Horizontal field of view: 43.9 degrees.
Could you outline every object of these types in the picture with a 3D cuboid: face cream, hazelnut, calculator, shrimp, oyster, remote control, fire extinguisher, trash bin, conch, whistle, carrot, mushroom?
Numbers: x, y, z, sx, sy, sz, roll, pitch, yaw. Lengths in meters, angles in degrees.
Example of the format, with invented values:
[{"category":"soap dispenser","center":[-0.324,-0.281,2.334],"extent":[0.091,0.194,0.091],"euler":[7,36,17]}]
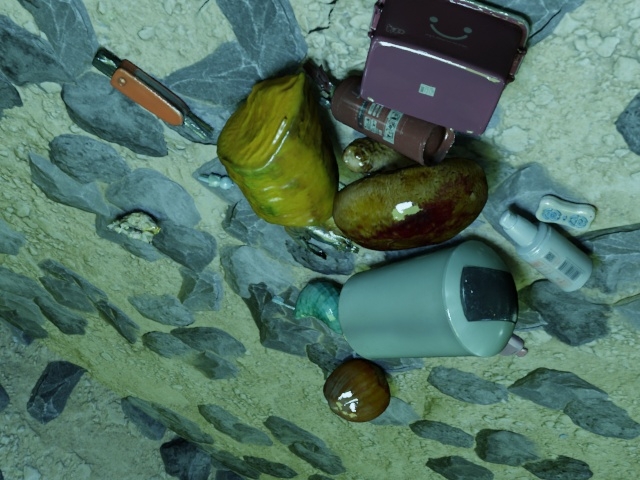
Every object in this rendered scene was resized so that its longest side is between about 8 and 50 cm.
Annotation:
[{"category":"face cream","center":[0.501,0.012,1.807],"extent":[0.252,0.101,0.101],"euler":[35,143,-18]},{"category":"hazelnut","center":[0.119,0.479,2.551],"extent":[0.210,0.210,0.186],"euler":[34,104,-17]},{"category":"calculator","center":[0.510,0.287,2.234],"extent":[0.166,0.024,0.103],"euler":[29,144,-9]},{"category":"shrimp","center":[0.000,0.000,2.107],"extent":[0.217,0.051,0.150],"euler":[24,149,9]},{"category":"oyster","center":[-0.547,-0.043,2.326],"extent":[0.133,0.072,0.209],"euler":[26,165,-17]},{"category":"remote control","center":[0.540,-0.059,1.750],"extent":[0.122,0.032,0.074],"euler":[14,144,10]},{"category":"fire extinguisher","center":[0.101,-0.270,1.586],"extent":[0.337,0.106,0.147],"euler":[31,169,30]},{"category":"trash bin","center":[0.278,0.163,1.983],"extent":[0.432,0.280,0.280],"euler":[-14,132,45]},{"category":"conch","center":[0.033,0.187,2.269],"extent":[0.202,0.134,0.196],"euler":[17,-174,-3]},{"category":"whistle","center":[-0.269,-0.154,2.051],"extent":[0.100,0.035,0.035],"euler":[13,144,15]},{"category":"carrot","center":[-0.095,-0.199,1.719],"extent":[0.242,0.241,0.340],"euler":[3,144,24]},{"category":"mushroom","center":[0.191,-0.079,1.713],"extent":[0.345,0.239,0.345],"euler":[15,-177,-1]}]

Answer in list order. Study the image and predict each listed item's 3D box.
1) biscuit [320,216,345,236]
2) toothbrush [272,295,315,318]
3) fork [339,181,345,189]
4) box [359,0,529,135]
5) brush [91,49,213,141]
[{"category":"biscuit","center":[0.030,-0.059,1.994],"extent":[0.183,0.061,0.118],"euler":[35,146,-23]},{"category":"toothbrush","center":[-0.046,0.220,2.445],"extent":[0.220,0.019,0.016],"euler":[23,147,-3]},{"category":"fork","center":[0.090,-0.108,1.927],"extent":[0.219,0.028,0.034],"euler":[25,150,-5]},{"category":"box","center":[0.216,-0.326,1.452],"extent":[0.294,0.167,0.193],"euler":[19,147,4]},{"category":"brush","center":[-0.389,-0.337,1.862],"extent":[0.323,0.051,0.070],"euler":[37,136,-15]}]
